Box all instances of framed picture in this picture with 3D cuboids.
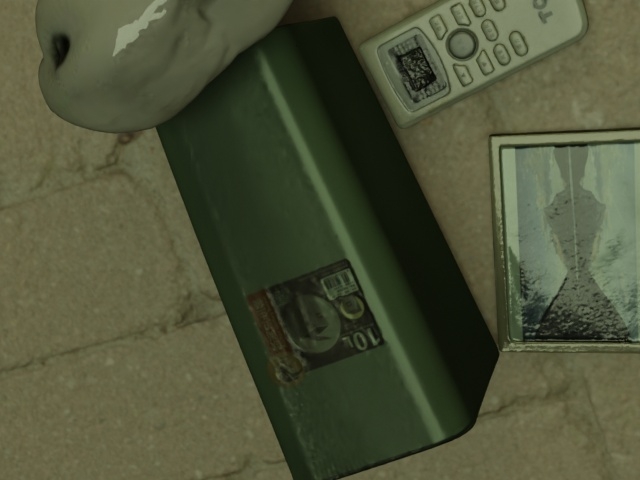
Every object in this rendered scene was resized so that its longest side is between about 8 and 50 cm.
[{"bbox_3d":[0.228,0.003,1.009,0.150,0.015,0.203,0,105,15],"label":"framed picture"}]

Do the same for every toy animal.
[{"bbox_3d":[-0.098,-0.249,0.840,0.257,0.194,0.358,-5,65,16],"label":"toy animal"}]

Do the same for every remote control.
[{"bbox_3d":[0.132,-0.174,0.978,0.190,0.029,0.088,-25,98,19],"label":"remote control"}]

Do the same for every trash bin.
[{"bbox_3d":[0.000,0.000,0.961,0.158,0.223,0.344,-23,97,20],"label":"trash bin"}]
